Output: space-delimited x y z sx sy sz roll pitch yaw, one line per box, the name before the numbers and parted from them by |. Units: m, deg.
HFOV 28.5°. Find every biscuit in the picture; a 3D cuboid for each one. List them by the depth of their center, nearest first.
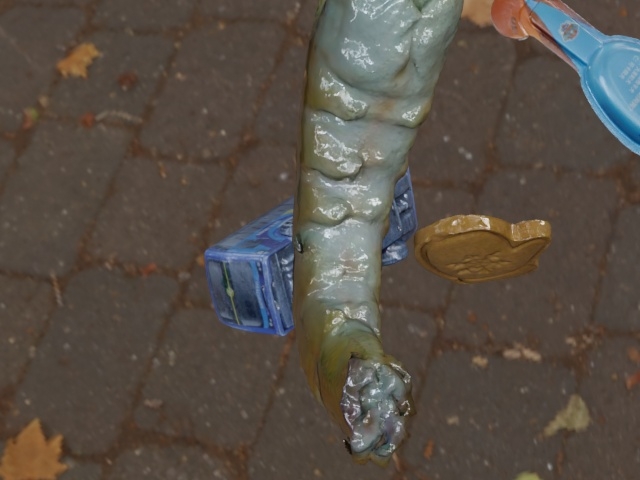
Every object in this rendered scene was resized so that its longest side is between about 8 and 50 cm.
biscuit | 0.144 0.009 1.084 0.118 0.140 0.023 -18 64 32

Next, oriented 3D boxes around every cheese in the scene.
cheese | 0.273 -0.168 1.206 0.256 0.037 0.106 39 75 2

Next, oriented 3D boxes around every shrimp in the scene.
shrimp | 0.016 -0.014 0.424 0.049 0.161 0.166 10 36 -10

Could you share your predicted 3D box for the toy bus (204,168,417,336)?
toy bus | -0.001 0.003 1.041 0.094 0.079 0.236 -5 18 36
